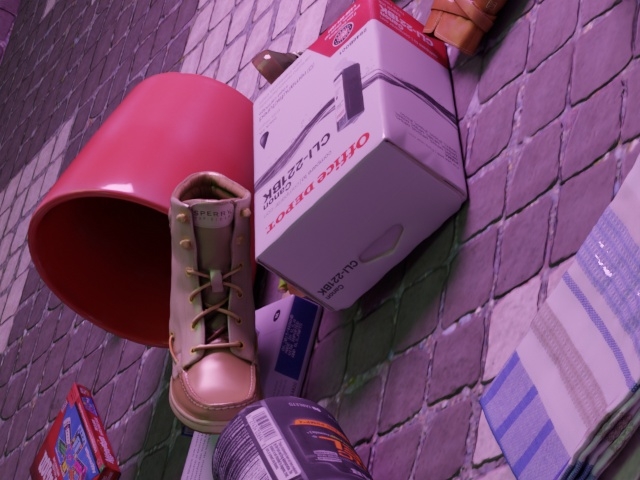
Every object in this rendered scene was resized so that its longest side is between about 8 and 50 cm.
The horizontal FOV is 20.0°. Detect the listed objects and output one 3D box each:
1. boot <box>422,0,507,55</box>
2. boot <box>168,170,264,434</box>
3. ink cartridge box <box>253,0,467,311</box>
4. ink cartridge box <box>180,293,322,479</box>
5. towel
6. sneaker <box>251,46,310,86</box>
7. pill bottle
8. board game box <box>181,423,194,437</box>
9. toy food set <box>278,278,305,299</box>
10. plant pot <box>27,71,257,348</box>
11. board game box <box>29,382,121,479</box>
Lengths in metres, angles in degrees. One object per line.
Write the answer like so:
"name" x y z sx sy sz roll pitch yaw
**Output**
"boot" 0.146 -0.277 1.869 0.152 0.073 0.197 -65 18 11
"boot" -0.105 0.059 1.825 0.262 0.095 0.203 -104 14 -66
"ink cartridge box" 0.034 -0.093 1.836 0.197 0.114 0.273 -43 30 27
"ink cartridge box" -0.093 0.185 1.950 0.224 0.045 0.223 -30 40 56
"towel" 0.219 0.061 1.378 0.285 0.034 0.209 -58 21 17
"sneaker" -0.007 -0.197 2.032 0.086 0.192 0.064 -45 70 9
"pill bottle" -0.010 0.239 1.582 0.130 0.130 0.245 -61 22 10
"board game box" -0.143 0.163 2.087 0.090 0.020 0.090 -90 13 -50
"toy food set" 0.000 0.000 1.944 0.192 0.038 0.132 -32 38 54
"plant pot" -0.178 -0.048 2.144 0.275 0.275 0.243 -40 23 47
"board game box" -0.327 0.304 2.392 0.145 0.027 0.281 -63 21 9
